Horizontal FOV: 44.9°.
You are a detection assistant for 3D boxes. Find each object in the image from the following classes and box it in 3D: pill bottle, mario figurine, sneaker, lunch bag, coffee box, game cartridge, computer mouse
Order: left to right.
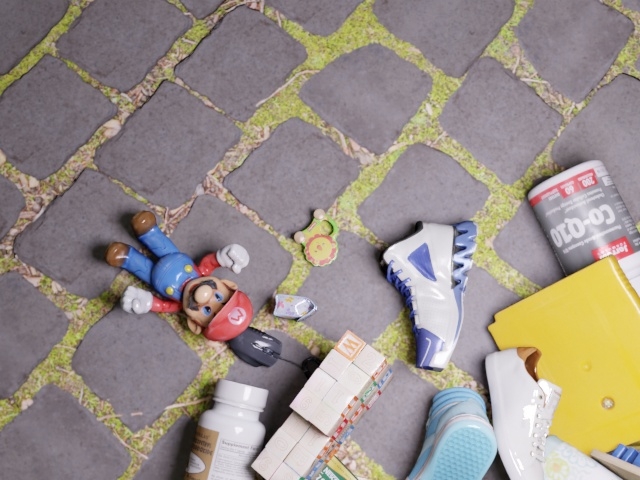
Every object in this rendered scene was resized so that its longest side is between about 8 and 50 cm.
[{"bbox_3d":[-0.267,0.070,1.500,0.320,0.170,0.198,35,116,14],"label":"mario figurine"},{"bbox_3d":[-0.175,0.384,1.464,0.131,0.131,0.229,14,79,3],"label":"pill bottle"},{"bbox_3d":[-0.074,0.237,1.538,0.242,0.041,0.071,24,79,4],"label":"computer mouse"},{"bbox_3d":[-0.049,0.136,1.541,0.083,0.071,0.053,4,81,0],"label":"lunch bag"},{"bbox_3d":[-0.018,0.496,1.479,0.184,0.040,0.113,-43,70,-8],"label":"coffee box"},{"bbox_3d":[0.195,0.096,1.532,0.182,0.127,0.316,12,73,6],"label":"sneaker"},{"bbox_3d":[0.229,0.418,1.464,0.127,0.208,0.319,28,112,-3],"label":"sneaker"},{"bbox_3d":[0.383,0.323,1.405,0.123,0.106,0.290,-22,55,26],"label":"sneaker"},{"bbox_3d":[0.505,0.230,1.456,0.285,0.052,0.324,-33,78,32],"label":"game cartridge"},{"bbox_3d":[0.539,0.000,1.519,0.161,0.161,0.283,-23,80,-4],"label":"pill bottle"}]

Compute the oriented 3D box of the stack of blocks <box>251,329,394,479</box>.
[{"bbox_3d":[0.006,0.325,1.424,0.087,0.171,0.297,35,80,21],"label":"stack of blocks"}]

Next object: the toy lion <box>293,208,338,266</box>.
[{"bbox_3d":[0.000,0.000,1.590,0.096,0.034,0.100,40,81,0],"label":"toy lion"}]

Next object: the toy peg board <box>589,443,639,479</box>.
[{"bbox_3d":[0.594,0.417,1.366,0.160,0.161,0.079,44,78,-12],"label":"toy peg board"}]

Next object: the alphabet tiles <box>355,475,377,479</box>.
[{"bbox_3d":[0.110,0.640,1.476,0.285,0.011,0.343,13,79,2],"label":"alphabet tiles"}]

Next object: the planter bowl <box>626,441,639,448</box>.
[{"bbox_3d":[0.616,0.296,1.499,0.217,0.090,0.217,0,79,0],"label":"planter bowl"}]

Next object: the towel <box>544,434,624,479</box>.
[{"bbox_3d":[0.439,0.584,1.365,0.320,0.090,0.375,33,88,38],"label":"towel"}]
